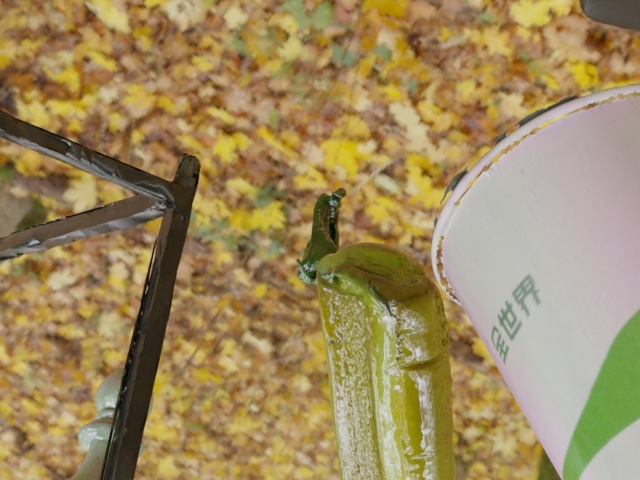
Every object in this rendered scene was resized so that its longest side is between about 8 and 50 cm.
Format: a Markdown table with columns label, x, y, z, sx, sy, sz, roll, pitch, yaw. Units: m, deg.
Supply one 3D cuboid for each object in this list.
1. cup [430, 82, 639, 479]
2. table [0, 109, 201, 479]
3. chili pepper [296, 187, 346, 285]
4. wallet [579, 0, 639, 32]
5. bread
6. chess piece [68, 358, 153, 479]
| label | x | y | z | sx | sy | sz | roll | pitch | yaw |
| --- | --- | --- | --- | --- | --- | --- | --- | --- | --- |
| cup | 0.231 | 0.069 | 0.749 | 0.253 | 0.274 | 0.253 | -10 | 139 | -9 |
| table | -0.272 | 0.066 | 0.662 | 0.222 | 0.272 | 0.335 | 22 | 159 | -35 |
| chili pepper | 0.005 | -0.002 | 2.045 | 0.074 | 0.257 | 0.100 | 4 | 134 | 5 |
| wallet | 0.303 | -0.249 | 0.989 | 0.149 | 0.044 | 0.250 | 17 | 170 | 17 |
| bread | 0.087 | 0.181 | 1.217 | 0.166 | 0.112 | 0.383 | 24 | 128 | 50 |
| chess piece | -0.246 | 0.250 | 1.262 | 0.139 | 0.271 | 0.139 | 8 | 140 | 6 |
